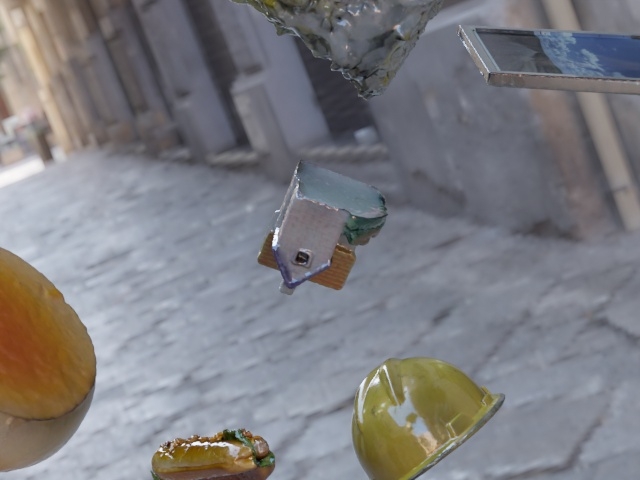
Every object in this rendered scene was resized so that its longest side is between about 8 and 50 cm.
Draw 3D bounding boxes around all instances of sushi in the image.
[{"bbox_3d":[0.018,-0.226,1.364,0.139,0.184,0.274,-52,-4,12],"label":"sushi"}]

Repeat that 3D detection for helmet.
[{"bbox_3d":[0.117,0.215,1.981,0.205,0.140,0.257,-39,-2,22],"label":"helmet"}]

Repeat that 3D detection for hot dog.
[{"bbox_3d":[-0.116,0.234,1.665,0.072,0.055,0.188,22,-23,-38],"label":"hot dog"}]

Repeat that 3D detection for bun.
[{"bbox_3d":[-0.409,0.140,1.757,0.165,0.299,0.299,-46,-4,25],"label":"bun"}]

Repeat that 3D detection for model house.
[{"bbox_3d":[0.000,0.000,1.344,0.087,0.100,0.101,21,18,-6],"label":"model house"}]

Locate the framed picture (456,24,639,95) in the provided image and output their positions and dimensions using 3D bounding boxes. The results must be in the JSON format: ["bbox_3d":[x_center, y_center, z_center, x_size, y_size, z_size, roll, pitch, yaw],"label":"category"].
[{"bbox_3d":[0.299,-0.207,1.795,0.259,0.023,0.189,2,25,-7],"label":"framed picture"}]
